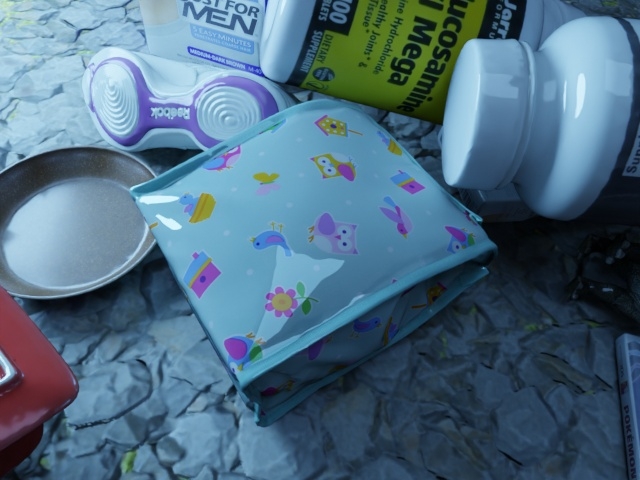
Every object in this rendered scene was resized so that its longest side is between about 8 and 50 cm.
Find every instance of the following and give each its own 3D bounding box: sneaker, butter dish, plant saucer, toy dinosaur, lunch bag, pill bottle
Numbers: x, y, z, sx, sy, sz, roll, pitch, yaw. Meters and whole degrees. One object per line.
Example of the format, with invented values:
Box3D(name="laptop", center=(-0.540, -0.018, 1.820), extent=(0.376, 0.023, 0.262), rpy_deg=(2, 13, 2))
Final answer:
Box3D(name="sneaker", center=(-0.151, -0.154, 0.615), extent=(0.305, 0.114, 0.152), rpy_deg=(18, 16, 22))
Box3D(name="butter dish", center=(-0.262, 0.126, 0.342), extent=(0.160, 0.118, 0.160), rpy_deg=(32, 42, 30))
Box3D(name="plant saucer", center=(-0.259, -0.018, 0.533), extent=(0.199, 0.036, 0.198), rpy_deg=(3, 54, -4))
Box3D(name="toy dinosaur", center=(0.362, 0.031, 0.529), extent=(0.161, 0.120, 0.313), rpy_deg=(28, 36, 10))
Box3D(name="lunch bag", center=(0.000, 0.000, 0.474), extent=(0.262, 0.160, 0.223), rpy_deg=(-29, 61, -17))
Box3D(name="pill bottle", center=(0.280, -0.100, 0.452), extent=(0.319, 0.176, 0.176), rpy_deg=(5, 54, 2))
Box3D(name="pill bottle", center=(0.113, -0.233, 0.566), extent=(0.334, 0.187, 0.187), rpy_deg=(10, 53, -15))

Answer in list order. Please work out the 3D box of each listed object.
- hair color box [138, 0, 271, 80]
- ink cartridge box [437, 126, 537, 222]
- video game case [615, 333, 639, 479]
Box3D(name="hair color box", center=(-0.130, -0.366, 0.608), extent=(0.185, 0.338, 0.110), rpy_deg=(19, 54, 8))
Box3D(name="ink cartridge box", center=(0.253, -0.091, 0.640), extent=(0.180, 0.045, 0.145), rpy_deg=(-1, 53, -14))
Box3D(name="video game case", center=(0.377, 0.191, 0.457), extent=(0.202, 0.023, 0.183), rpy_deg=(14, 54, 4))
